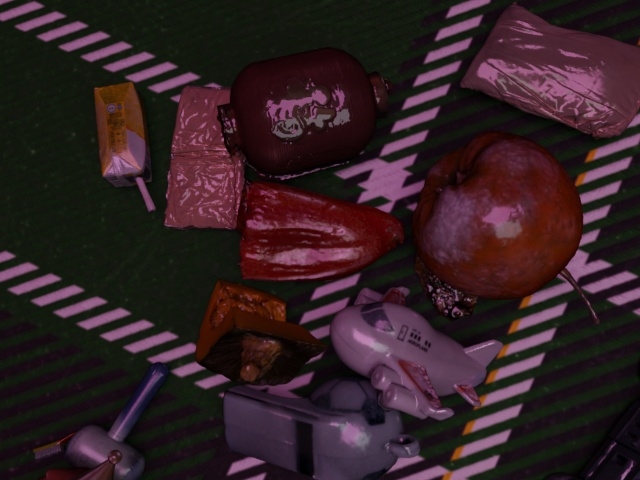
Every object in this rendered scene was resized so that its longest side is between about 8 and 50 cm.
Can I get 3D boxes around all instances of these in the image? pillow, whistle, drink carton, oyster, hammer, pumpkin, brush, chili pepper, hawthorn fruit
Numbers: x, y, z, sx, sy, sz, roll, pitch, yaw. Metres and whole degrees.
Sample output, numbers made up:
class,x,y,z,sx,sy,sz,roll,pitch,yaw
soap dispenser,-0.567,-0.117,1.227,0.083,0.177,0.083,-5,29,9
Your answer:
class,x,y,z,sx,sy,sz,roll,pitch,yaw
pillow,-0.175,-0.129,1.102,0.126,0.043,0.232,6,86,8
whistle,0.014,0.263,1.009,0.289,0.163,0.163,6,82,38
drink carton,-0.300,-0.136,1.087,0.074,0.084,0.200,-8,79,-2
oyster,0.182,0.062,1.067,0.132,0.029,0.086,34,86,4
hammer,-0.284,0.268,1.049,0.116,0.069,0.194,31,80,4
pumpkin,-0.093,0.147,0.974,0.131,0.248,0.126,22,93,-15
brush,-0.392,0.309,1.069,0.083,0.019,0.021,-24,66,-3
chili pepper,0.000,0.000,1.049,0.252,0.136,0.144,8,55,-4
pillow,0.368,-0.263,1.079,0.270,0.067,0.173,23,80,4
hawthorn fruit,0.249,-0.031,0.994,0.231,0.263,0.235,-2,70,35

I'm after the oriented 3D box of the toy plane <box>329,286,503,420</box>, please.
class,x,y,z,sx,sy,sz,roll,pitch,yaw
toy plane,0.128,0.151,0.977,0.252,0.252,0.118,35,117,6

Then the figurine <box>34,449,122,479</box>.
class,x,y,z,sx,sy,sz,roll,pitch,yaw
figurine,-0.367,0.416,0.955,0.387,0.166,0.207,-41,119,18

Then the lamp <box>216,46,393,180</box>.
class,x,y,z,sx,sy,sz,roll,pitch,yaw
lamp,-0.020,-0.184,1.033,0.258,0.180,0.180,-12,83,-7

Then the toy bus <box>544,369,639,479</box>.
class,x,y,z,sx,sy,sz,roll,pitch,yaw
toy bus,0.486,0.336,0.938,0.233,0.203,0.427,41,88,2
